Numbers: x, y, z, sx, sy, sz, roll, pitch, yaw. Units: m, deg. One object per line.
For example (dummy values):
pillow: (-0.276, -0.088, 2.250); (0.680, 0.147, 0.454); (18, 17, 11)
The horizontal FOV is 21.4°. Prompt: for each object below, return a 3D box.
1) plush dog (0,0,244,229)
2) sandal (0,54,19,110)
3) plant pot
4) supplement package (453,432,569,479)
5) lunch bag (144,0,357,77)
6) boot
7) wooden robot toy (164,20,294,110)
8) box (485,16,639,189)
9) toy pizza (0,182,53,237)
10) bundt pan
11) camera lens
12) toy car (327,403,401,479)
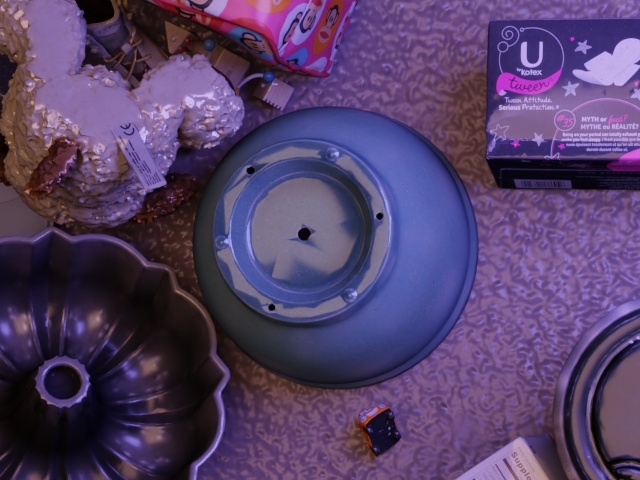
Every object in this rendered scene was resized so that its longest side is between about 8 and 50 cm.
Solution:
plush dog: (-0.228, -0.084, 1.636); (0.262, 0.225, 0.211); (22, 64, -1)
sandal: (-0.293, -0.127, 1.784); (0.254, 0.097, 0.054); (32, 118, 13)
plant pot: (0.000, 0.000, 1.658); (0.293, 0.196, 0.293); (-1, 85, 11)
supplement package: (0.142, 0.305, 1.614); (0.244, 0.139, 0.134); (-36, 75, 14)
lunch bag: (-0.110, -0.259, 1.657); (0.258, 0.293, 0.120); (23, 94, 12)
boot: (-0.196, -0.188, 1.726); (0.213, 0.165, 0.077); (40, 79, 12)
wooden robot toy: (-0.110, -0.160, 1.720); (0.076, 0.173, 0.079); (30, 94, 42)
box: (0.289, -0.130, 1.631); (0.247, 0.163, 0.142); (1, 81, 11)
toy pizza: (-0.374, -0.031, 1.805); (0.201, 0.032, 0.201); (2, 97, 16)
bundt pan: (-0.263, 0.160, 1.684); (0.330, 0.124, 0.331); (6, 65, -12)
camera lens: (0.327, 0.161, 1.538); (0.219, 0.274, 0.219); (-1, 85, 11)
toy car: (0.028, 0.213, 1.706); (0.122, 0.060, 0.040); (-46, 47, -3)
